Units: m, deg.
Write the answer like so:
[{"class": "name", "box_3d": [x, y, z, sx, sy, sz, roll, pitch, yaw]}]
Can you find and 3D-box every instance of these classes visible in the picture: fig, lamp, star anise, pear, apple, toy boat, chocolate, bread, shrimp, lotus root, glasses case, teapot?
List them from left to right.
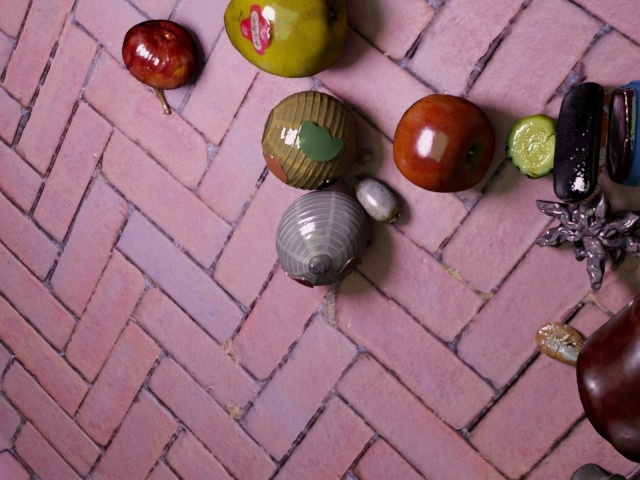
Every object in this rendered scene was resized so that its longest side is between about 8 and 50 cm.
[{"class": "fig", "box_3d": [-0.451, -0.493, 2.019, 0.249, 0.204, 0.186, 146, 134, -62]}, {"class": "pear", "box_3d": [-0.094, -0.535, 1.760, 0.375, 0.287, 0.287, 11, 107, 46]}, {"class": "lamp", "box_3d": [-0.003, -0.239, 1.803, 0.284, 0.250, 0.250, 14, 113, -17]}, {"class": "lamp", "box_3d": [0.000, 0.000, 1.838, 0.265, 0.233, 0.233, -32, 85, 26]}, {"class": "lotus root", "box_3d": [0.137, -0.108, 1.826, 0.165, 0.088, 0.088, 49, 118, 19]}, {"class": "apple", "box_3d": [0.274, -0.222, 1.661, 0.230, 0.230, 0.230, 6, 104, 27]}, {"class": "bread", "box_3d": [0.481, -0.210, 1.627, 0.130, 0.071, 0.139, -35, 82, 26]}, {"class": "shrimp", "box_3d": [0.585, 0.255, 1.689, 0.184, 0.043, 0.091, 32, 110, 20]}, {"class": "glasses case", "box_3d": [0.548, -0.206, 1.538, 0.103, 0.067, 0.266, -11, 66, 58]}, {"class": "star anise", "box_3d": [0.594, -0.027, 1.586, 0.283, 0.129, 0.212, 38, 130, 25]}, {"class": "teapot", "box_3d": [0.653, 0.591, 1.681, 0.166, 0.130, 0.119, 38, 153, -17]}, {"class": "toy boat", "box_3d": [0.658, -0.221, 1.528, 0.097, 0.100, 0.223, -5, 107, -7]}, {"class": "chocolate", "box_3d": [0.709, 0.284, 1.486, 0.383, 0.384, 0.331, 51, 135, 10]}]
